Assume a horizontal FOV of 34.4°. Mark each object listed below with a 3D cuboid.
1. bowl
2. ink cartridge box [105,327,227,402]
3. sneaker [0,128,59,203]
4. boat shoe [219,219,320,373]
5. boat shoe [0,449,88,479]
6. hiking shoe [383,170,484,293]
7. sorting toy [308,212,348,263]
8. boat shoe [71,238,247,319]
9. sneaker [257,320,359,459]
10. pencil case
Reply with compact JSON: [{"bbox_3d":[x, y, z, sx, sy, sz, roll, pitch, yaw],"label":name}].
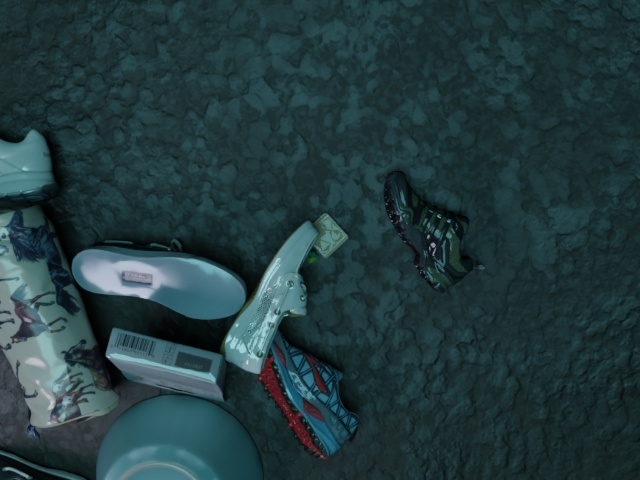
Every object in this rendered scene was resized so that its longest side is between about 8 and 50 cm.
[{"bbox_3d":[-0.266,0.444,1.821,0.312,0.163,0.311,1,99,5],"label":"bowl"},{"bbox_3d":[-0.254,0.217,1.767,0.189,0.232,0.066,13,77,3],"label":"ink cartridge box"},{"bbox_3d":[-0.601,-0.122,1.799,0.297,0.111,0.129,-5,83,1],"label":"sneaker"},{"bbox_3d":[-0.063,0.098,1.752,0.096,0.098,0.277,29,84,7],"label":"boat shoe"},{"bbox_3d":[-0.561,0.455,1.877,0.303,0.091,0.114,6,102,4],"label":"boat shoe"},{"bbox_3d":[0.190,-0.029,1.763,0.114,0.086,0.226,-28,102,-6],"label":"hiking shoe"},{"bbox_3d":[0.000,0.000,1.806,0.083,0.012,0.062,-43,91,9],"label":"sorting toy"},{"bbox_3d":[-0.268,0.058,1.789,0.307,0.105,0.113,5,111,11],"label":"boat shoe"},{"bbox_3d":[-0.026,0.249,1.820,0.125,0.104,0.261,-26,82,-30],"label":"sneaker"},{"bbox_3d":[-0.497,0.127,1.787,0.184,0.160,0.410,-15,98,34],"label":"pencil case"}]
